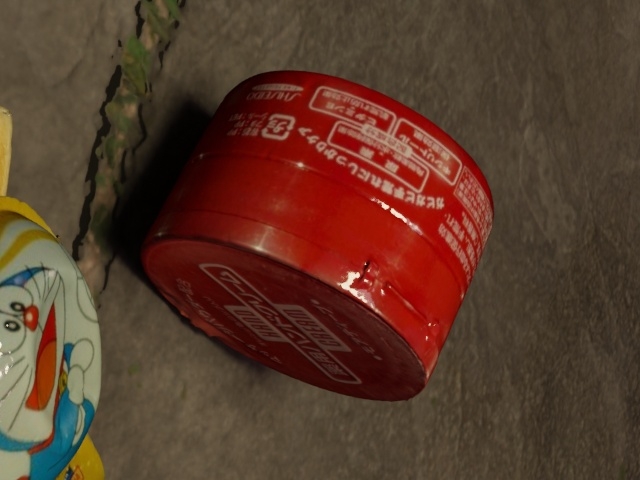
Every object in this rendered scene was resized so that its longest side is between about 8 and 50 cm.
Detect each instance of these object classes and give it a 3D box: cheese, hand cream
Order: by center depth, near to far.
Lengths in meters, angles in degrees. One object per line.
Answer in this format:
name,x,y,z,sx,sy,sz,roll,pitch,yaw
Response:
cheese,-0.156,0.091,0.658,0.177,0.069,0.270,-74,159,-53
hand cream,0.000,0.000,0.742,0.193,0.193,0.125,49,59,-39

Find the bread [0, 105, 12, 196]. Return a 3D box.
bread,-0.196,-0.043,0.639,0.083,0.035,0.070,-3,98,-54
